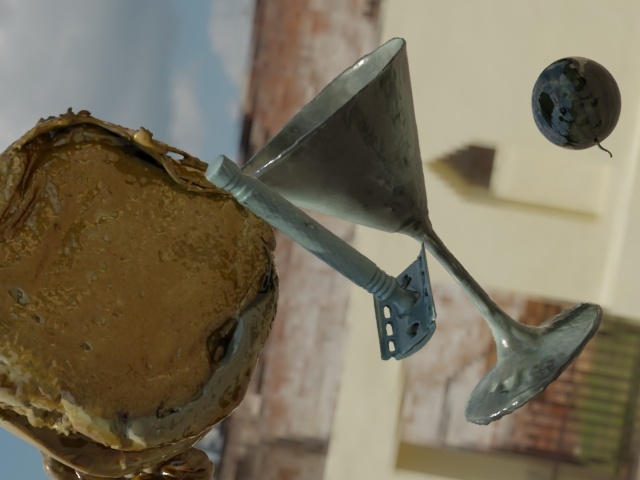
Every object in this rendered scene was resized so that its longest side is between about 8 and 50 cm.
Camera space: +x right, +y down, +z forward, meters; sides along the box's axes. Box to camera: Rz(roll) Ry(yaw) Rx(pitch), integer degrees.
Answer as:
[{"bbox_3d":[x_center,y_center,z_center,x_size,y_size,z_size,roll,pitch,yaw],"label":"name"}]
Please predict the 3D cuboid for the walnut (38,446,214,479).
[{"bbox_3d":[-0.190,0.220,1.863,0.143,0.170,0.069,122,167,-53],"label":"walnut"}]

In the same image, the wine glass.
[{"bbox_3d":[0.125,-0.005,2.223,0.267,0.406,0.267,-42,8,7],"label":"wine glass"}]

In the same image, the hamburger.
[{"bbox_3d":[-0.184,0.048,1.671,0.158,0.318,0.319,123,160,-69],"label":"hamburger"}]

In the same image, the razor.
[{"bbox_3d":[0.000,0.000,1.630,0.068,0.232,0.106,-43,28,22],"label":"razor"}]

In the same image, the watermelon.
[{"bbox_3d":[0.299,-0.147,2.221,0.105,0.105,0.133,86,160,-65],"label":"watermelon"}]
